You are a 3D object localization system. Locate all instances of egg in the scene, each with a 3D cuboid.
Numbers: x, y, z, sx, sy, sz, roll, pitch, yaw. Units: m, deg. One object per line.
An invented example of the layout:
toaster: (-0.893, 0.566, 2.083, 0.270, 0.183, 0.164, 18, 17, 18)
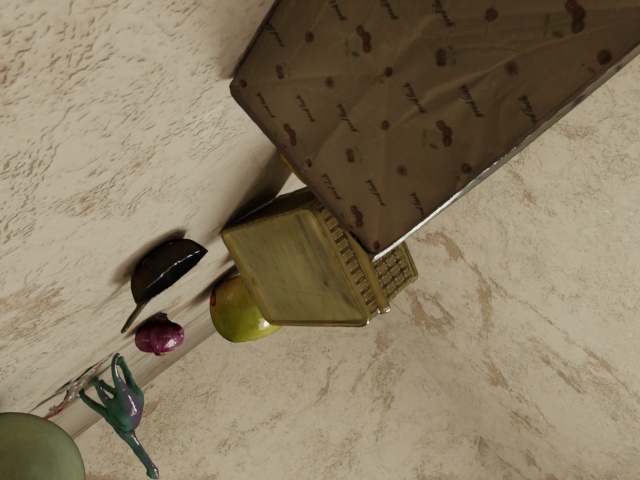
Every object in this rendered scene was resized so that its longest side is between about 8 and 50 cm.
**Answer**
egg: (-0.519, 0.411, 0.834, 0.258, 0.258, 0.352, -37, 170, -31)

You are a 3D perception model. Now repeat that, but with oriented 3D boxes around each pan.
pan: (-0.269, 0.065, 0.800, 0.202, 0.048, 0.128, -41, 175, -2)

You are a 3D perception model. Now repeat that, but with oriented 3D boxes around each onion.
onion: (-0.383, 0.224, 1.233, 0.115, 0.115, 0.105, 3, 92, -84)

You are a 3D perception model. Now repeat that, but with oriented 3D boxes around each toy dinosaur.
toy dinosaur: (-0.490, 0.488, 1.384, 0.129, 0.331, 0.383, -39, 178, -44)
toy dinosaur: (-0.575, 0.347, 1.206, 0.220, 0.032, 0.108, -49, 177, -29)

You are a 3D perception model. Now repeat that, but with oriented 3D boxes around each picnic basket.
picnic basket: (0.001, 0.021, 0.938, 0.175, 0.228, 0.312, -35, -165, -37)

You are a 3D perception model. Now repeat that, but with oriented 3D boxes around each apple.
apple: (-0.205, 0.194, 1.522, 0.260, 0.194, 0.261, -15, 173, -2)

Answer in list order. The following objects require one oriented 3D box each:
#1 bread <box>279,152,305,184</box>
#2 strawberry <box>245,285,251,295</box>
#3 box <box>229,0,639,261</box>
bread: (0.040, -0.164, 0.837, 0.245, 0.094, 0.102, -35, 168, -45)
strawberry: (-0.106, 0.054, 1.256, 0.205, 0.205, 0.244, -39, 158, -16)
box: (0.104, -0.167, 0.447, 0.190, 0.225, 0.297, -32, 171, -48)
